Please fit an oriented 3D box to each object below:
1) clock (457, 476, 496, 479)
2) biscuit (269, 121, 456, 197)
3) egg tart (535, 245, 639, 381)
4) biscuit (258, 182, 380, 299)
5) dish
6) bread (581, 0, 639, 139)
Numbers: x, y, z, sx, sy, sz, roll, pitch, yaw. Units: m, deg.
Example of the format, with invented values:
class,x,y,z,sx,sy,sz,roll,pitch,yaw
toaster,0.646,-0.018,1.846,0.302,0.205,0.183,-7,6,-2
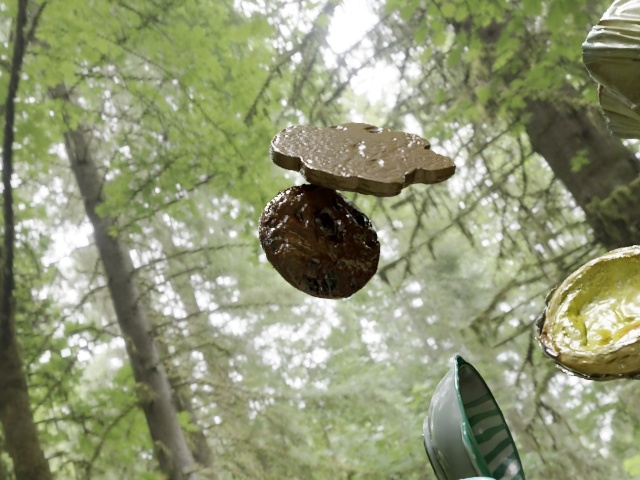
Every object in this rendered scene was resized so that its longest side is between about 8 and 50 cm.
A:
class,x,y,z,sx,sy,sz,roll,pitch,yaw
clock,0.107,0.271,0.761,0.045,0.108,0.147,37,-40,-28
biscuit,0.063,-0.125,1.325,0.290,0.208,0.041,12,-58,15
egg tart,0.481,0.122,1.360,0.279,0.279,0.095,-32,-62,11
biscuit,0.000,0.000,1.265,0.192,0.192,0.049,-7,-24,-26
dish,0.188,0.267,1.058,0.078,0.246,0.224,-27,-4,17
bread,0.432,-0.239,1.079,0.210,0.109,0.192,-47,-47,-9
